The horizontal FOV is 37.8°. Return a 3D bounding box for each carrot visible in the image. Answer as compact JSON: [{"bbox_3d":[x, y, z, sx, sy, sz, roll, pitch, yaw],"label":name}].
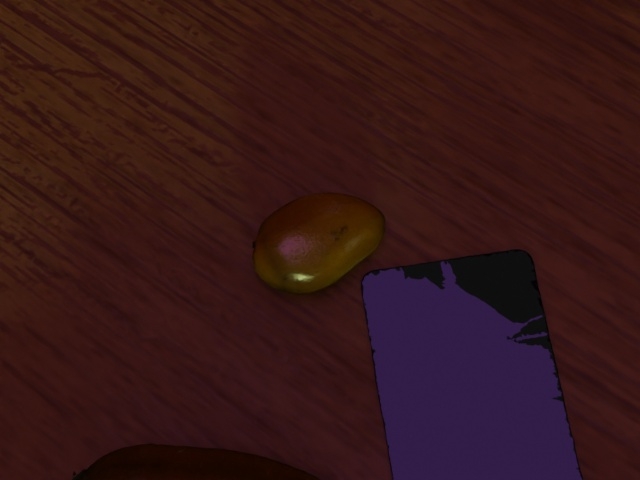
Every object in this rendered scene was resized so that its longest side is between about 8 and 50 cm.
[{"bbox_3d":[-0.011,0.164,0.528,0.271,0.062,0.066,13,40,3],"label":"carrot"}]

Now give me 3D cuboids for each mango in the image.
[{"bbox_3d":[0.000,0.000,0.587,0.089,0.046,0.060,-18,73,-16],"label":"mango"}]

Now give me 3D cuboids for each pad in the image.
[{"bbox_3d":[0.090,0.086,0.574,0.112,0.003,0.157,-8,71,1],"label":"pad"}]
